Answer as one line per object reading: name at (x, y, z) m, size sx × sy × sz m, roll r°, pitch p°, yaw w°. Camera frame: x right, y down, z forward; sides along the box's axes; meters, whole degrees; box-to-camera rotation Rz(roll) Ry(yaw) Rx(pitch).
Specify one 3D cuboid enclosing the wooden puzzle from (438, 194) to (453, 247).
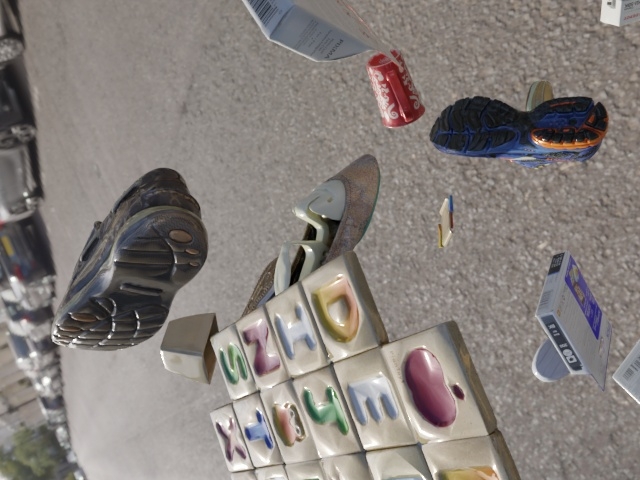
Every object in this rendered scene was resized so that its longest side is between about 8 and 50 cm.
wooden puzzle at (0.235, -0.033, 1.244) m, size 0.116 × 0.014 × 0.078 m, roll 95°, pitch 174°, yaw -73°

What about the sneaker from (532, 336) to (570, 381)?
sneaker at (0.593, 0.264, 1.639) m, size 0.094 × 0.258 × 0.091 m, roll 42°, pitch 147°, yaw 19°

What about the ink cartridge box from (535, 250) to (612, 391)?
ink cartridge box at (0.506, 0.159, 1.329) m, size 0.045 × 0.206 × 0.208 m, roll -24°, pitch 108°, yaw 38°

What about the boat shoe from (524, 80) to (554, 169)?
boat shoe at (0.438, -0.226, 1.290) m, size 0.072 × 0.068 × 0.189 m, roll -12°, pitch 65°, yaw 49°

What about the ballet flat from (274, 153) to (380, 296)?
ballet flat at (0.000, 0.000, 1.005) m, size 0.108 × 0.106 × 0.315 m, roll 3°, pitch 72°, yaw 56°

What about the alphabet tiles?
alphabet tiles at (0.013, 0.174, 0.453) m, size 0.342 × 0.011 × 0.285 m, roll -35°, pitch 72°, yaw 54°

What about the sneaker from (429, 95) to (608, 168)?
sneaker at (0.245, -0.126, 0.848) m, size 0.221 × 0.083 × 0.087 m, roll 8°, pitch 159°, yaw 29°

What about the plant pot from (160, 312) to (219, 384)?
plant pot at (-0.267, 0.217, 1.372) m, size 0.109 × 0.096 × 0.109 m, roll 89°, pitch -174°, yaw -45°

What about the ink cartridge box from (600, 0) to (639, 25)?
ink cartridge box at (0.618, -0.505, 1.331) m, size 0.056 × 0.099 × 0.135 m, roll -128°, pitch 23°, yaw -53°

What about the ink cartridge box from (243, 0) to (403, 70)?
ink cartridge box at (-0.024, -0.485, 1.415) m, size 0.091 × 0.385 × 0.308 m, roll -45°, pitch 59°, yaw 24°

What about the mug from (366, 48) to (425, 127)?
mug at (0.196, -0.381, 1.680) m, size 0.150 × 0.113 × 0.169 m, roll 27°, pitch 149°, yaw 52°

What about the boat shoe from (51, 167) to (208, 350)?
boat shoe at (-0.252, 0.036, 0.893) m, size 0.355 × 0.132 × 0.130 m, roll -40°, pitch 44°, yaw 37°

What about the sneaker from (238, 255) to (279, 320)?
sneaker at (-0.113, 0.183, 1.841) m, size 0.282 × 0.153 × 0.099 m, roll -62°, pitch 23°, yaw 13°

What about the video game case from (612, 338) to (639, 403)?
video game case at (0.902, 0.309, 1.606) m, size 0.300 × 0.036 × 0.328 m, roll 53°, pitch 127°, yaw 47°
